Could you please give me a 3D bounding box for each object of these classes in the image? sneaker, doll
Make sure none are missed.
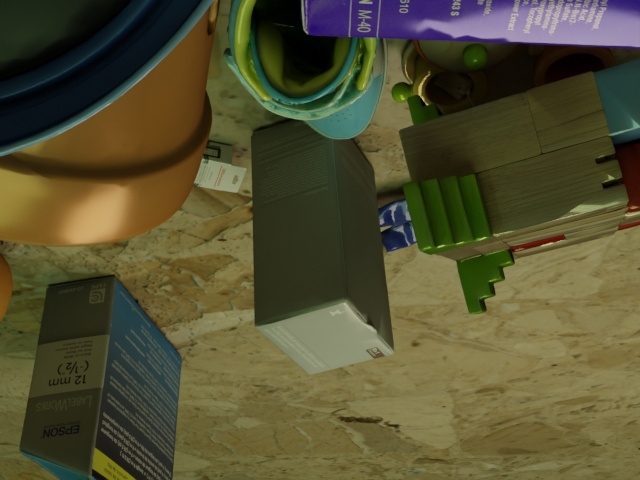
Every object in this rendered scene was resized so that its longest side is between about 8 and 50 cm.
[{"bbox_3d":[-0.007,-0.142,0.697,0.127,0.208,0.319,-8,145,8],"label":"sneaker"},{"bbox_3d":[0.146,-0.031,1.003,0.189,0.046,0.129,-18,133,14],"label":"doll"}]

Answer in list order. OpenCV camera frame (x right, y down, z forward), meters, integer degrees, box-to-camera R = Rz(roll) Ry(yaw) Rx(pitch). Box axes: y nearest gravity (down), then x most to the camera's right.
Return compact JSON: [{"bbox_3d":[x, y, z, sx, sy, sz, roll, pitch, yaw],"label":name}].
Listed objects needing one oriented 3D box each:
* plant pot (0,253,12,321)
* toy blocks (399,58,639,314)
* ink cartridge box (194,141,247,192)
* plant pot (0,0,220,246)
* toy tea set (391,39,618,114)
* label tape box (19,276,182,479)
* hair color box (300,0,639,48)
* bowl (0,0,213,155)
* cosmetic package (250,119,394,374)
[{"bbox_3d":[-0.465,0.042,0.997,0.205,0.205,0.188,-12,159,17],"label":"plant pot"},{"bbox_3d":[0.228,-0.060,0.739,0.261,0.191,0.381,-15,172,15],"label":"toy blocks"},{"bbox_3d":[-0.125,-0.082,0.943,0.083,0.028,0.048,11,144,-15],"label":"ink cartridge box"},{"bbox_3d":[-0.196,-0.165,0.627,0.291,0.291,0.203,15,127,-21],"label":"plant pot"},{"bbox_3d":[0.221,-0.167,0.735,0.336,0.124,0.200,-6,145,9],"label":"toy tea set"},{"bbox_3d":[-0.288,0.261,1.163,0.115,0.348,0.249,-8,145,11],"label":"label tape box"},{"bbox_3d":[0.163,-0.198,0.457,0.339,0.185,0.110,2,145,3],"label":"hair color box"},{"bbox_3d":[-0.219,-0.231,0.421,0.391,0.077,0.391,-4,110,-11],"label":"bowl"},{"bbox_3d":[0.000,0.000,0.878,0.107,0.238,0.127,-15,142,20],"label":"cosmetic package"}]
